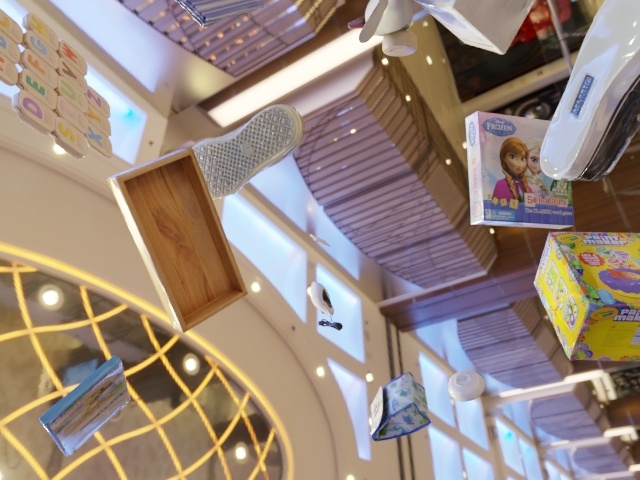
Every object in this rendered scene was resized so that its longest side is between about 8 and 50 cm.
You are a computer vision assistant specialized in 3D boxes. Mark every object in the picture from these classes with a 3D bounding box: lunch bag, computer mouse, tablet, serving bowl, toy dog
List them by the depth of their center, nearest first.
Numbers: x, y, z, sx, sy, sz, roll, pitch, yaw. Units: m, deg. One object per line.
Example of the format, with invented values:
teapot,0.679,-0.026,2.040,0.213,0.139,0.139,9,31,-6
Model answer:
toy dog,0.118,-0.521,1.168,0.333,0.161,0.220,52,-143,-66
serving bowl,0.328,0.325,1.222,0.027,0.083,0.083,62,-154,-28
lunch bag,0.188,0.424,1.352,0.096,0.151,0.129,48,-161,-14
tablet,0.000,0.000,1.599,0.054,0.006,0.083,24,-174,-15
computer mouse,0.006,0.217,1.735,0.042,0.106,0.193,-40,-57,-30

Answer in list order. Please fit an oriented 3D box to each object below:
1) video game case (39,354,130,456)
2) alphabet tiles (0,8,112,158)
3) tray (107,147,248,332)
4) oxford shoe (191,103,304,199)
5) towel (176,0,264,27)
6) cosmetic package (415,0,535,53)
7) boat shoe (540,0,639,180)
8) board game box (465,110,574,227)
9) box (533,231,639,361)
video game case,-0.329,0.240,0.770,0.015,0.166,0.119,38,-125,13
alphabet tiles,-0.471,-0.278,0.953,0.278,0.021,0.284,45,-158,-52
tray,-0.345,0.000,1.340,0.203,0.076,0.410,-31,-67,-33
oxford shoe,-0.216,-0.235,1.476,0.169,0.449,0.130,62,-150,-6
towel,-0.328,-0.654,1.311,0.336,0.040,0.243,42,-136,3
cosmetic package,0.371,-0.587,1.219,0.225,0.224,0.138,16,-163,-43
boat shoe,0.411,-0.213,0.717,0.113,0.105,0.306,-111,30,-57
board game box,0.580,-0.199,1.561,0.319,0.066,0.317,1,-99,-19
box,0.710,0.127,1.280,0.279,0.290,0.177,-88,-2,-56
